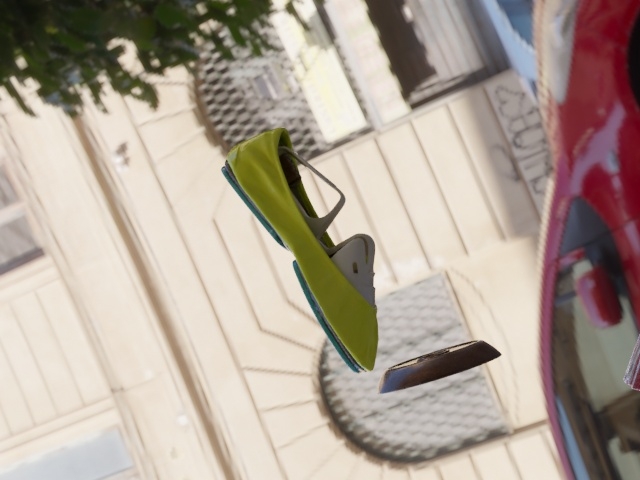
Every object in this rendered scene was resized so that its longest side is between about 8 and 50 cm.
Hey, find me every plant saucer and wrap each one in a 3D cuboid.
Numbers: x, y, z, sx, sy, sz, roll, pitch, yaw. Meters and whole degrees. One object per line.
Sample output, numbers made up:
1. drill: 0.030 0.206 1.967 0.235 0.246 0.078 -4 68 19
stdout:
1. plant saucer: 0.149 0.160 1.368 0.168 0.168 0.029 -6 -102 -69

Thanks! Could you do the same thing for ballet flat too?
1. ballet flat: 0.000 0.000 0.901 0.231 0.077 0.077 57 -171 16

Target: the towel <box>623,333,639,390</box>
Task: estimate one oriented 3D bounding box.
1. towel: 0.498 0.146 1.338 0.029 0.197 0.144 -31 -42 -81
